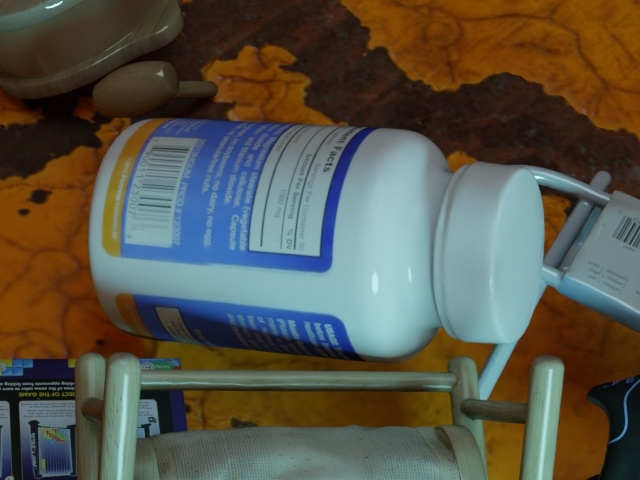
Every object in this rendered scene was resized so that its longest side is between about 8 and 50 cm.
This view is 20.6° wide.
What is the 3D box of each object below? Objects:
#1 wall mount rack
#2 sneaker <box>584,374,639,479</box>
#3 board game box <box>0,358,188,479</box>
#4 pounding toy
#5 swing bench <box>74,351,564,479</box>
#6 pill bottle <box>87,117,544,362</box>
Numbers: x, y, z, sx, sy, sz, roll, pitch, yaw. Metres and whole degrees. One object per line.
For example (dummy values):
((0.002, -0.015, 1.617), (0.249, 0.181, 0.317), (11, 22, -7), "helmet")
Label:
((0.226, 0.101, 1.190), (0.350, 0.130, 0.304), (26, 44, 13), "wall mount rack")
((0.202, 0.197, 1.080), (0.090, 0.081, 0.232), (1, 79, 23), "sneaker")
((-0.166, 0.141, 1.104), (0.170, 0.048, 0.141), (1, 49, -13), "board game box")
((-0.177, -0.163, 1.377), (0.154, 0.155, 0.269), (-16, 36, 10), "pounding toy")
((-0.007, 0.191, 0.994), (0.253, 0.165, 0.254), (2, 86, -14), "swing bench")
((0.000, 0.000, 1.145), (0.272, 0.152, 0.152), (5, 42, 22), "pill bottle")
